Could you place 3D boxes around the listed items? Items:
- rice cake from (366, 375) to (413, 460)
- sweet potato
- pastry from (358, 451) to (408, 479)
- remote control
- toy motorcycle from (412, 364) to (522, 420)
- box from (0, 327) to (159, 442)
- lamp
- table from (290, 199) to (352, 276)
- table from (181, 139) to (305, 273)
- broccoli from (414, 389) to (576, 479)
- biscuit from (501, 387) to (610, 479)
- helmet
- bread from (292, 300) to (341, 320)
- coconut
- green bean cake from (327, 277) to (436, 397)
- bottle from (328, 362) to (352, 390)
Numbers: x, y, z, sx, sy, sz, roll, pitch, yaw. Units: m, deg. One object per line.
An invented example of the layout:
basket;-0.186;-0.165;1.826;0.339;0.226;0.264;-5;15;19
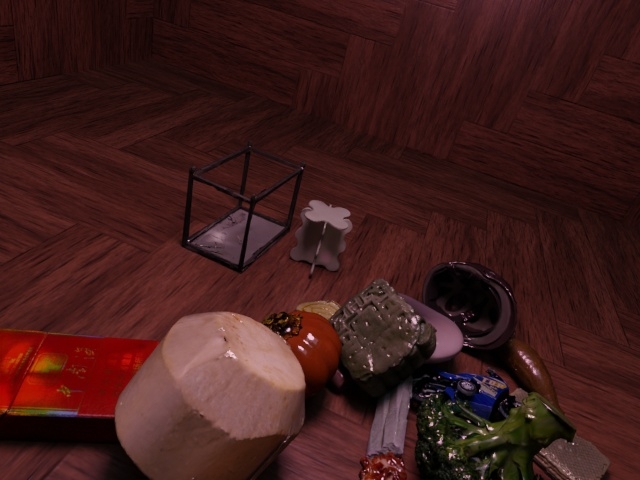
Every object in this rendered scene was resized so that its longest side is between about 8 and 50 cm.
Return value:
rice cake;0.156;0.386;1.028;0.040;0.085;0.226;50;31;-13
sweet potato;0.567;0.349;1.265;0.112;0.085;0.285;50;7;-42
pastry;0.119;0.492;0.837;0.115;0.097;0.208;6;33;2
remote control;0.228;0.226;1.257;0.221;0.103;0.332;-9;26;-36
toy motorcycle;0.354;0.367;1.131;0.315;0.113;0.169;12;20;10
box;-0.492;0.279;0.901;0.313;0.089;0.197;7;34;-13
lamp;-0.062;0.254;1.031;0.223;0.196;0.223;-23;21;10
table;0.000;0.000;1.457;0.167;0.198;0.166;12;31;-7
table;-0.236;-0.120;1.469;0.222;0.272;0.335;24;32;12
broccoli;0.326;0.403;0.897;0.297;0.297;0.297;40;11;-9
biscuit;0.541;0.468;1.102;0.150;0.052;0.252;-13;40;-39
helmet;0.458;0.181;1.361;0.305;0.225;0.177;32;22;37
bread;-0.004;0.216;1.244;0.156;0.064;0.117;2;30;-19
coconut;-0.193;0.289;0.819;0.323;0.323;0.323;12;32;-7
green bean cake;0.143;0.225;1.100;0.222;0.125;0.227;-38;43;-2
bottle;0.013;0.301;1.126;0.053;0.053;0.140;-17;44;-42
